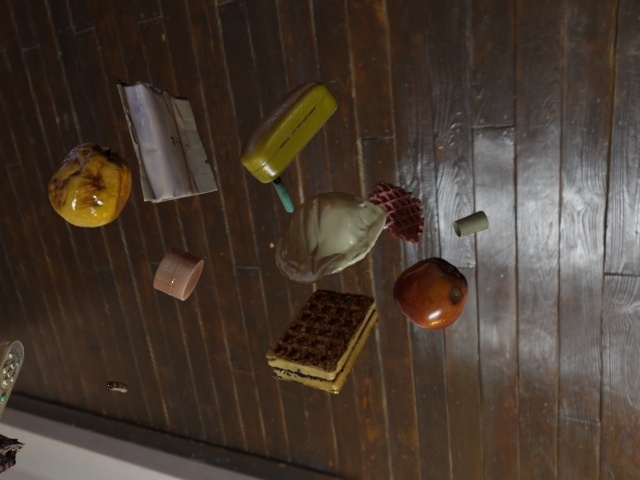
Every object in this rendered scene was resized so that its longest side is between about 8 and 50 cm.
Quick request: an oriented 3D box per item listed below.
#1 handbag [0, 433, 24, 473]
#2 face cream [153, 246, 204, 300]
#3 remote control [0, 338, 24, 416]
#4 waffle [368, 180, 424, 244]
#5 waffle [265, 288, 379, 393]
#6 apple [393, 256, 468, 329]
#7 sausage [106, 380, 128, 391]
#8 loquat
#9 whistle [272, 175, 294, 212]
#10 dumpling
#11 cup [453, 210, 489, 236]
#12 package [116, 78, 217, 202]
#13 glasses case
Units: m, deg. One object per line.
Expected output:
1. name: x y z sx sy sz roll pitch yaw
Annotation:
1. handbag: -0.894 0.535 1.320 0.207 0.229 0.127 22 76 2
2. face cream: -0.457 0.107 1.667 0.104 0.149 0.149 24 119 0
3. remote control: -0.659 0.300 1.037 0.042 0.221 0.078 2 138 -2
4. waffle: 0.261 -0.102 1.757 0.234 0.221 0.055 27 142 -19
5. waffle: 0.014 0.262 1.424 0.212 0.308 0.091 6 124 29
6. apple: 0.346 0.160 1.615 0.230 0.230 0.230 10 112 26
7. sausage: -0.581 0.420 1.476 0.028 0.025 0.198 63 166 15
8. loquat: -0.364 -0.088 0.825 0.113 0.137 0.137 25 118 18
9. whistle: -0.149 -0.192 1.922 0.039 0.039 0.186 -16 106 32
10. dumpling: 0.000 0.000 1.598 0.395 0.316 0.233 -3 133 36
11. cup: 0.412 -0.047 1.429 0.083 0.075 0.055 -19 110 -5
12. package: -0.281 -0.176 0.937 0.062 0.251 0.204 -12 95 14
13. glasses case: -0.112 -0.356 1.641 0.141 0.371 0.173 45 164 -21
